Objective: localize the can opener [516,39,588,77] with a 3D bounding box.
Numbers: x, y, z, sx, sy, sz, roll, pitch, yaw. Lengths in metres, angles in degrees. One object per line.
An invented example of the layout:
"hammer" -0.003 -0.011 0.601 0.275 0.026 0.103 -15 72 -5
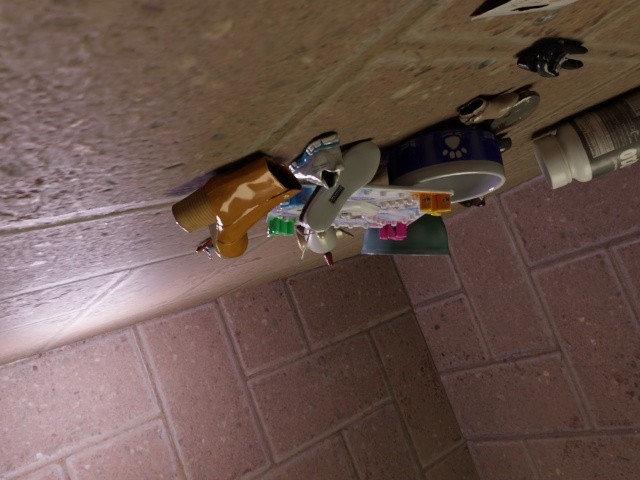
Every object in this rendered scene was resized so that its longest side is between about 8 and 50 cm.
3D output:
"can opener" 0.422 -0.324 0.992 0.186 0.073 0.059 -20 135 -37

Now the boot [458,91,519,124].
"boot" 0.342 -0.275 1.157 0.118 0.042 0.087 -32 161 27

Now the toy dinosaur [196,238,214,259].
"toy dinosaur" -0.305 0.009 1.523 0.082 0.047 0.090 -13 141 10

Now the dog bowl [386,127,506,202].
"dog bowl" 0.289 -0.164 1.321 0.264 0.104 0.265 -7 169 -1

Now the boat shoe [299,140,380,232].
"boat shoe" 0.032 -0.114 1.140 0.219 0.078 0.070 -50 -156 -8

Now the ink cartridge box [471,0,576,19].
"ink cartridge box" 0.318 -0.331 0.676 0.180 0.056 0.224 -17 -169 -28

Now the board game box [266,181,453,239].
"board game box" 0.072 -0.062 1.379 0.389 0.051 0.390 2 169 -9

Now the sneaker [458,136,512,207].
"sneaker" 0.491 -0.192 1.713 0.106 0.163 0.281 -17 172 -31

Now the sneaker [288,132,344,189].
"sneaker" -0.005 -0.129 1.071 0.071 0.083 0.190 -21 175 -19

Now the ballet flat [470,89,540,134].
"ballet flat" 0.405 -0.278 1.294 0.084 0.058 0.250 0 161 -18

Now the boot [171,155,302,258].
"boot" -0.128 -0.058 1.087 0.211 0.104 0.295 -24 163 9

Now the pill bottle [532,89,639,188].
"pill bottle" 0.879 -0.311 1.785 0.360 0.204 0.204 -23 173 16

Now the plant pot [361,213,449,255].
"plant pot" 0.284 -0.050 1.882 0.292 0.197 0.293 2 180 0

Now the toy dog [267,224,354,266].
"toy dog" 0.000 0.000 1.756 0.220 0.161 0.333 -24 173 20
